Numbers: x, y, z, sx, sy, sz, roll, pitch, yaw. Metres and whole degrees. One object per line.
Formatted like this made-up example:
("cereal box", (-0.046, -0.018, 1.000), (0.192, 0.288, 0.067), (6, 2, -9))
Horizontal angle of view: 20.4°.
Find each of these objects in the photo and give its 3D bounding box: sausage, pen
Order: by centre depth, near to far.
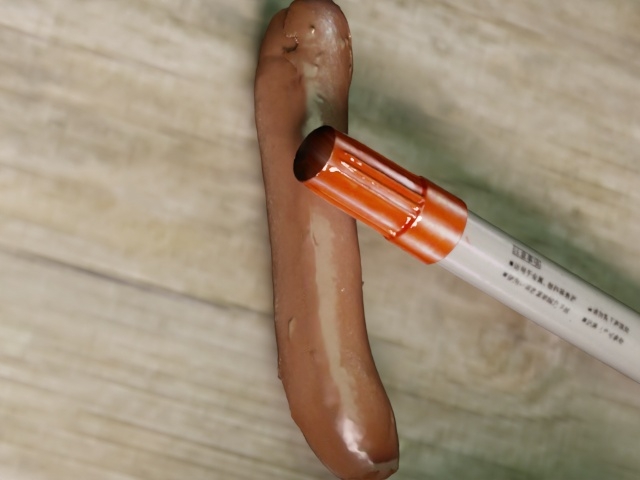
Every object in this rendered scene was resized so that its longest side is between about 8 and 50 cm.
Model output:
("sausage", (0.000, 0.000, 0.676), (0.043, 0.043, 0.186), (-3, 82, -21))
("pen", (0.090, 0.022, 0.690), (0.239, 0.028, 0.028), (30, 72, -25))
